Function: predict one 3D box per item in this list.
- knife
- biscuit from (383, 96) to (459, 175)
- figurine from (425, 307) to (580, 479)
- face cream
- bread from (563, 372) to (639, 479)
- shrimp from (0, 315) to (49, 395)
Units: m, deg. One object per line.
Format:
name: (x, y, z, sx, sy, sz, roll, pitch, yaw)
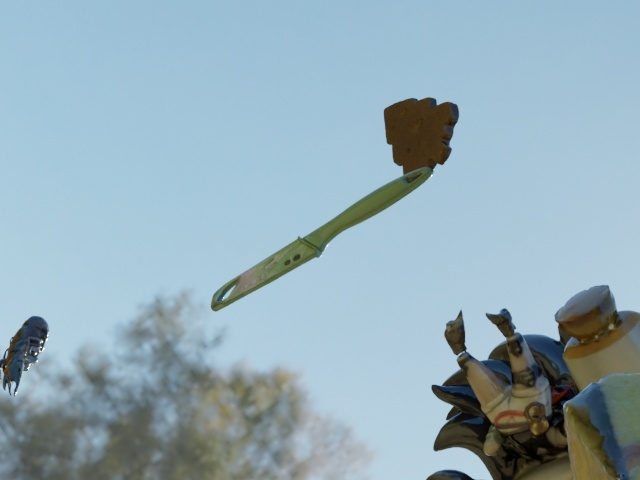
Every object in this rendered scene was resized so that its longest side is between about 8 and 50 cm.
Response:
knife: (0.000, 0.000, 1.224, 0.014, 0.207, 0.030, 48, 18, -39)
biscuit: (0.084, -0.093, 1.385, 0.092, 0.016, 0.082, 40, -71, 47)
figurine: (0.202, 0.181, 1.299, 0.175, 0.197, 0.265, -16, -100, 50)
face cream: (0.238, 0.117, 1.172, 0.182, 0.072, 0.051, 56, 15, -13)
bread: (0.253, 0.154, 0.707, 0.168, 0.264, 0.163, -89, 172, -68)
shrimp: (-0.252, 0.099, 1.304, 0.038, 0.092, 0.029, -29, -69, 28)
